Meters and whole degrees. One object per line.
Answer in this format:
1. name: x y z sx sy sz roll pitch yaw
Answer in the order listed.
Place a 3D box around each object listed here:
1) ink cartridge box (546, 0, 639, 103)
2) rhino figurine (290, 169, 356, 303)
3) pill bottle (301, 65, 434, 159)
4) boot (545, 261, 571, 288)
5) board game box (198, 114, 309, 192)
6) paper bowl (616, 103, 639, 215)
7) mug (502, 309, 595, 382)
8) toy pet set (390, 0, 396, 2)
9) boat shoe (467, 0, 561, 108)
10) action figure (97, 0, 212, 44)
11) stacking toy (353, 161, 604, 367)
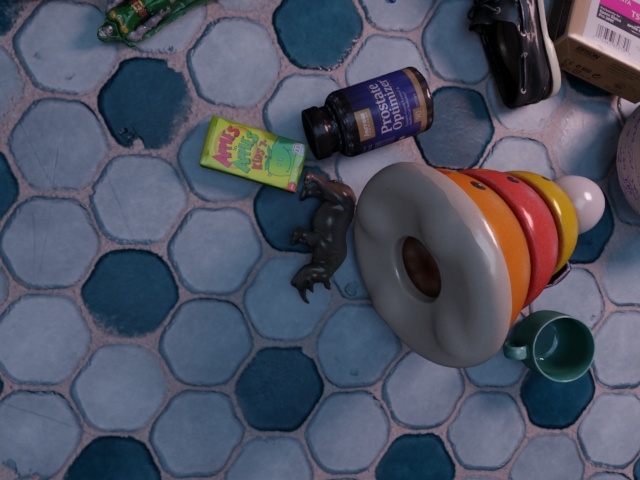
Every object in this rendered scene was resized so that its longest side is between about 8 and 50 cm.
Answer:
1. ink cartridge box: 0.566 -0.406 0.958 0.234 0.088 0.194 20 78 -9
2. rhino figurine: 0.000 0.000 0.919 0.106 0.073 0.244 11 92 -6
3. pill bottle: 0.082 -0.224 0.896 0.219 0.123 0.123 -21 95 -7
4. boot: 0.392 0.085 0.971 0.189 0.086 0.069 -34 97 -6
5. board game box: -0.121 -0.156 0.909 0.181 0.043 0.092 16 90 -9
6. paper bowl: 0.722 -0.161 0.978 0.283 0.148 0.285 0 92 -7
7. mug: 0.443 0.198 0.977 0.157 0.097 0.130 27 89 -8
8. toy pet set: 0.154 -0.538 0.922 0.114 0.065 0.122 -35 97 -5
9. boat shoe: 0.335 -0.407 0.923 0.113 0.127 0.340 -28 109 -8
10. action figure: -0.296 -0.423 0.867 0.232 0.063 0.137 -40 99 -2
11. stacking toy: 0.330 -0.018 0.896 0.479 0.350 0.351 -21 95 -26
